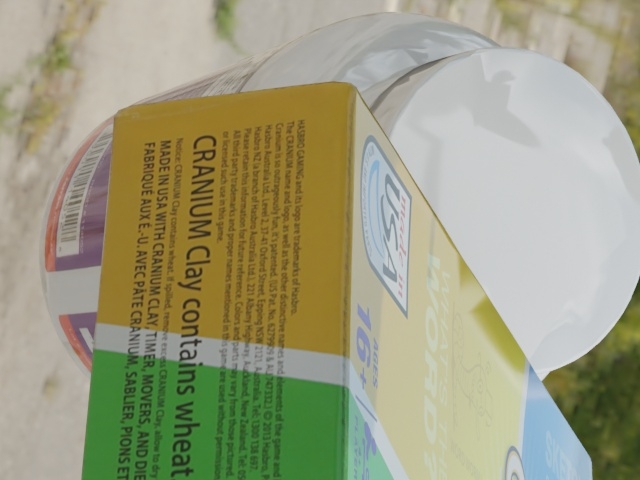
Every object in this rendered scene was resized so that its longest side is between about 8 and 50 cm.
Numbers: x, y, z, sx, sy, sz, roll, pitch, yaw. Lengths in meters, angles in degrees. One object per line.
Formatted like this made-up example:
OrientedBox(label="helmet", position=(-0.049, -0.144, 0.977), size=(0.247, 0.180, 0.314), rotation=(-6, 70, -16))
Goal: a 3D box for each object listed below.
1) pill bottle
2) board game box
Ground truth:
OrientedBox(label="pill bottle", position=(0.000, 0.000, 0.739), size=(0.323, 0.181, 0.182), rotation=(-8, -119, 62))
OrientedBox(label="board game box", position=(0.025, 0.135, 0.467), size=(0.316, 0.064, 0.242), rotation=(50, 37, -60))
